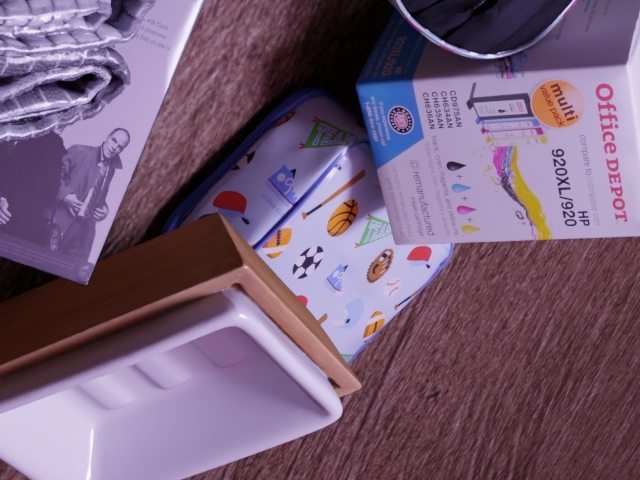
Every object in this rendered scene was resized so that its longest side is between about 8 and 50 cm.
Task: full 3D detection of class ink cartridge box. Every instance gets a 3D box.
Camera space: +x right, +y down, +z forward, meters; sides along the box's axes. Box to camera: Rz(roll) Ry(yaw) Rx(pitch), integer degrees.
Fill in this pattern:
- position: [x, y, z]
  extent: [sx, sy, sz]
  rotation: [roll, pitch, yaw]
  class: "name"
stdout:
- position: [0.177, -0.111, 1.357]
  extent: [0.168, 0.233, 0.171]
  rotation: [-64, 145, -51]
  class: "ink cartridge box"

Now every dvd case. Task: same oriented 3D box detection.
- position: [-0.195, -0.106, 1.059]
  extent: [0.179, 0.029, 0.238]
  rotation: [21, 94, -27]
  class: "dvd case"

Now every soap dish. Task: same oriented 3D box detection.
- position: [-0.142, 0.105, 1.312]
  extent: [0.291, 0.118, 0.229]
  rotation: [-22, 143, 15]
  class: "soap dish"

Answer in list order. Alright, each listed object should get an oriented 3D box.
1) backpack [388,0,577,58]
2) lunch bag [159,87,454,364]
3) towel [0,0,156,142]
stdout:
- position: [0.137, -0.279, 1.222]
  extent: [0.225, 0.191, 0.253]
  rotation: [24, 106, -44]
  class: "backpack"
- position: [0.000, 0.000, 1.483]
  extent: [0.243, 0.115, 0.303]
  rotation: [-48, 149, -1]
  class: "lunch bag"
- position: [-0.269, -0.152, 0.855]
  extent: [0.284, 0.235, 0.121]
  rotation: [-13, 142, -42]
  class: "towel"
